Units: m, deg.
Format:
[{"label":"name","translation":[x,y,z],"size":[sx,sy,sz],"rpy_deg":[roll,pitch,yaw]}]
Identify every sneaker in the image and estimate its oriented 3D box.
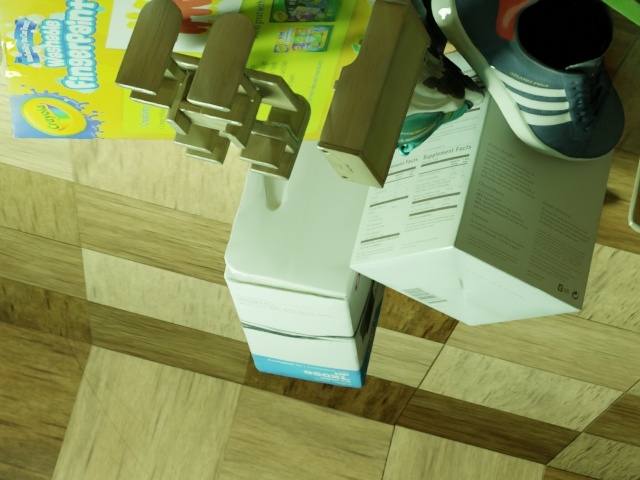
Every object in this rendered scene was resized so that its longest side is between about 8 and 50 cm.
[{"label":"sneaker","translation":[0.095,-0.148,1.862],"size":[0.107,0.110,0.275],"rpy_deg":[42,-164,7]},{"label":"sneaker","translation":[0.102,-0.243,1.959],"size":[0.089,0.051,0.170],"rpy_deg":[15,156,1]},{"label":"sneaker","translation":[0.262,-0.186,1.868],"size":[0.148,0.131,0.350],"rpy_deg":[4,159,40]}]

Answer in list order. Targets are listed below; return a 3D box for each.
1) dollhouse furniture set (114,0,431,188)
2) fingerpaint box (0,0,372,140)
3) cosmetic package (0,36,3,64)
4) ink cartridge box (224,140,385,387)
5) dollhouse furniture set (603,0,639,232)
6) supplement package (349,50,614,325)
[{"label":"dollhouse furniture set","translation":[-0.039,-0.164,1.691],"size":[0.242,0.161,0.212],"rpy_deg":[14,168,19]},{"label":"fingerpaint box","translation":[-0.142,-0.255,1.810],"size":[0.371,0.163,0.445],"rpy_deg":[0,162,-6]},{"label":"cosmetic package","translation":[-0.522,-0.303,2.151],"size":[0.160,0.113,0.309],"rpy_deg":[7,160,22]},{"label":"ink cartridge box","translation":[0.000,0.000,2.346],"size":[0.166,0.285,0.395],"rpy_deg":[10,161,8]},{"label":"dollhouse furniture set","translation":[0.365,-0.156,1.619],"size":[0.197,0.301,0.151],"rpy_deg":[-5,154,46]},{"label":"supplement package","translation":[0.194,-0.063,2.061],"size":[0.199,0.262,0.198],"rpy_deg":[26,158,-30]}]
